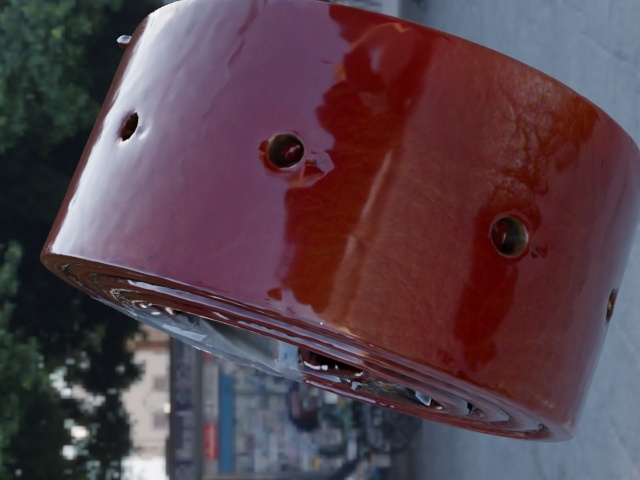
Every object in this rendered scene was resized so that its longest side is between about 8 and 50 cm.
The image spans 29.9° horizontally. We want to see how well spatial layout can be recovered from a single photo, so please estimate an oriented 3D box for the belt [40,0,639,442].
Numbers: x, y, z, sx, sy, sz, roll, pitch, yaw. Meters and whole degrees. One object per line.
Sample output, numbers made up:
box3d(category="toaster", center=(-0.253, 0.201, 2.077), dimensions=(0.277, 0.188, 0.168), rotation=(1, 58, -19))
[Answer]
box3d(category="belt", center=(0.000, 0.000, 0.524), dimensions=(0.324, 0.227, 0.115), rotation=(160, 132, -74))
